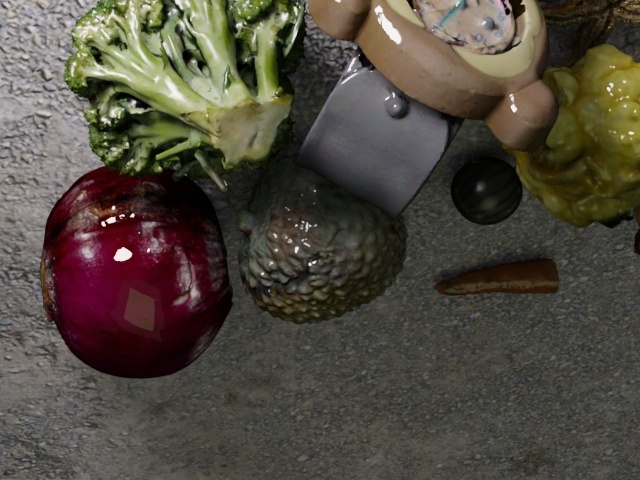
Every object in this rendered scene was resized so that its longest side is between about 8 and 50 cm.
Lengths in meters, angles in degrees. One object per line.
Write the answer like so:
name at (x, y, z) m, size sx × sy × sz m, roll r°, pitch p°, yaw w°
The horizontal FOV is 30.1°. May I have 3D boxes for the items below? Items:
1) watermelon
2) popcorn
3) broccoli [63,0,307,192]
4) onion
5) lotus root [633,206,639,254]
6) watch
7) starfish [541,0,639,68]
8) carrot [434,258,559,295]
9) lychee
watermelon at (0.264, -0.083, 1.822) m, size 0.133 × 0.105 × 0.105 m, roll -35°, pitch 140°, yaw -12°
popcorn at (0.382, -0.148, 1.687) m, size 0.252 × 0.215 × 0.286 m, roll 21°, pitch 147°, yaw -7°
broccoli at (-0.146, -0.182, 1.451) m, size 0.321 × 0.283 × 0.303 m, roll -19°, pitch 128°, yaw -19°
onion at (-0.257, 0.072, 1.722) m, size 0.282 × 0.260 × 0.336 m, roll -3°, pitch 137°, yaw -21°
lotus root at (0.602, -0.086, 1.876) m, size 0.169 × 0.151 × 0.342 m, roll 11°, pitch 129°, yaw -27°
watch at (0.119, -0.209, 1.478) m, size 0.314 × 0.335 × 0.327 m, roll 30°, pitch 145°, yaw -4°
starfish at (0.389, -0.322, 1.635) m, size 0.227 × 0.043 × 0.240 m, roll 9°, pitch 138°, yaw -23°
carrot at (0.298, 0.070, 2.034) m, size 0.210 × 0.061 × 0.061 m, roll -5°, pitch 138°, yaw -5°
lychee at (0.000, 0.000, 1.713) m, size 0.274 × 0.255 × 0.255 m, roll 22°, pitch 127°, yaw -25°
